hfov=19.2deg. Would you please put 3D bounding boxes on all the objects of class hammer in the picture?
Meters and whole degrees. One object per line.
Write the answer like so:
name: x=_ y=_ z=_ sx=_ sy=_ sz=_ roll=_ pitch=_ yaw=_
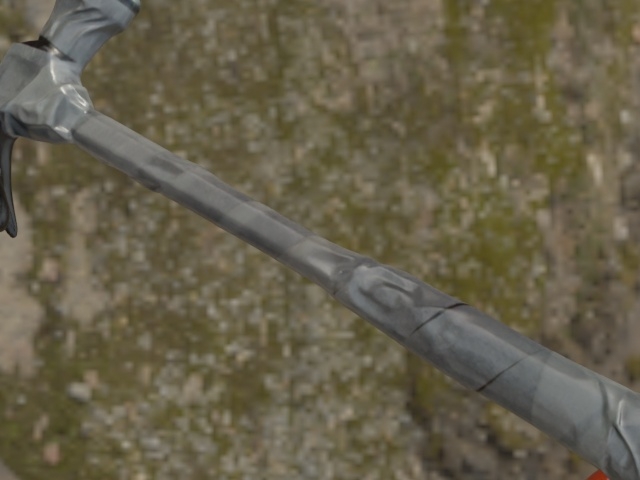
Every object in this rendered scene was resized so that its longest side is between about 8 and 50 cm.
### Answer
hammer: x=0.000 y=0.000 z=0.965 sx=0.152 sy=0.427 sz=0.044 roll=-60 pitch=159 yaw=-8

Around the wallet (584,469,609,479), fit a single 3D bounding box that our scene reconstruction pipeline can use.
wallet: x=0.222 y=0.151 z=1.177 sx=0.204 sy=0.045 sz=0.142 roll=-37 pitch=143 yaw=-7
